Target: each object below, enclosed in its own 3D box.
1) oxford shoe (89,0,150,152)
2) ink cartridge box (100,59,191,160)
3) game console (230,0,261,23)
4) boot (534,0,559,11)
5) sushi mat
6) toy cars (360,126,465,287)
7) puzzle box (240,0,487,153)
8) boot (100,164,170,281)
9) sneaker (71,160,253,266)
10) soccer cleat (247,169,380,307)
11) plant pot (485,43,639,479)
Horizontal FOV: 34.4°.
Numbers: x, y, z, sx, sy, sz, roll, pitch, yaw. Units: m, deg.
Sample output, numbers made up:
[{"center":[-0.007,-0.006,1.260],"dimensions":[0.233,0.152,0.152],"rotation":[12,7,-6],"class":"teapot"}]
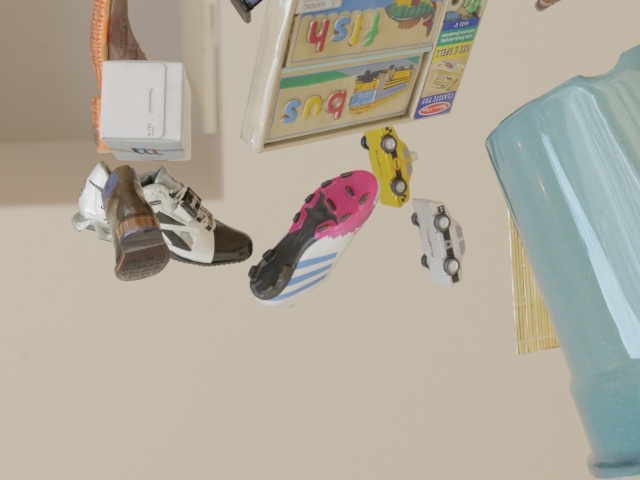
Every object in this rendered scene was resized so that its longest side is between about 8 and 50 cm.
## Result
[{"center":[-0.392,-0.359,2.082],"dimensions":[0.132,0.364,0.130],"rotation":[-3,-161,-18],"class":"oxford shoe"},{"center":[-0.275,-0.204,1.654],"dimensions":[0.127,0.128,0.176],"rotation":[1,174,-3],"class":"ink cartridge box"},{"center":[-0.123,-0.425,1.651],"dimensions":[0.071,0.122,0.107],"rotation":[-33,177,-6],"class":"game console"},{"center":[0.376,-0.399,1.686],"dimensions":[0.118,0.042,0.087],"rotation":[-39,179,-27],"class":"boot"},{"center":[0.397,0.035,1.775],"dimensions":[0.151,0.316,0.019],"rotation":[-6,-171,-7],"class":"sushi mat"},{"center":[0.205,-0.088,2.150],"dimensions":[0.087,0.176,0.394],"rotation":[-21,-114,-22],"class":"toy cars"},{"center":[0.077,-0.286,1.562],"dimensions":[0.409,0.272,0.052],"rotation":[-17,-133,-36],"class":"puzzle box"},{"center":[-0.261,-0.019,1.454],"dimensions":[0.082,0.106,0.219],"rotation":[-12,161,-17],"class":"boot"},{"center":[-0.263,-0.052,1.847],"dimensions":[0.330,0.146,0.122],"rotation":[14,-160,-19],"class":"sneaker"},{"center":[0.000,0.000,1.995],"dimensions":[0.116,0.331,0.143],"rotation":[51,-169,32],"class":"soccer cleat"},{"center":[0.335,-0.001,0.969],"dimensions":[0.341,0.334,0.341],"rotation":[-25,173,-3],"class":"plant pot"}]
